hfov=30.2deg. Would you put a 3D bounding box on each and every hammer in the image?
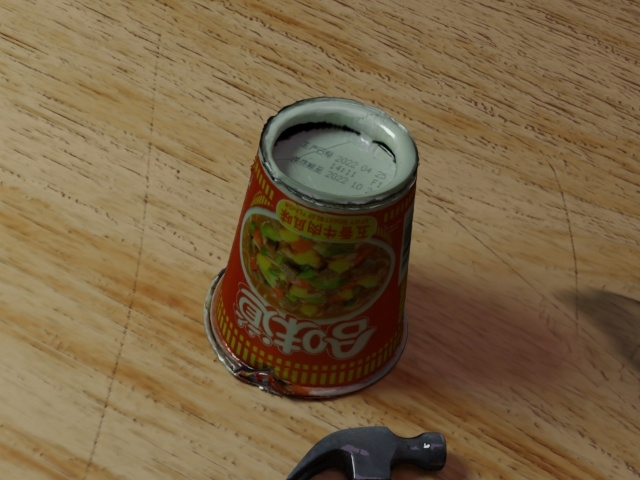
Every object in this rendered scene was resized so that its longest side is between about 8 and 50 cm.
[{"bbox_3d":[0.044,0.264,0.883,0.137,0.037,0.289,2,46,-9],"label":"hammer"}]

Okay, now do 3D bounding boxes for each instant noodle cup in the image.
[{"bbox_3d":[0.000,0.000,1.008,0.193,0.212,0.193,5,46,-5],"label":"instant noodle cup"}]
